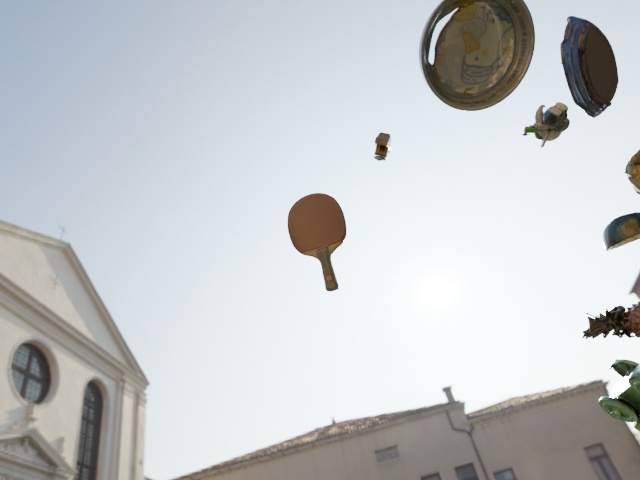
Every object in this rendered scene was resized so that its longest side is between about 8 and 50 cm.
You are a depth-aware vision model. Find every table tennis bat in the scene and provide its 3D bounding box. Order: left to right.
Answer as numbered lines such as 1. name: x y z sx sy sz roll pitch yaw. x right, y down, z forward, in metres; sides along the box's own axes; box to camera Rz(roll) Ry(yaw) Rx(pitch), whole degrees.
1. table tennis bat: 0.000 0.000 1.219 0.154 0.274 0.021 -17 -22 7

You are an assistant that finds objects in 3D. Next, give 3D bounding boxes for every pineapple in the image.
1. pineapple: 1.126 0.296 1.719 0.169 0.169 0.340 23 -30 -38

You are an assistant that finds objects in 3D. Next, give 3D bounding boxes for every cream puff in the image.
1. cream puff: 0.863 -0.167 1.214 0.156 0.156 0.121 19 -83 -35

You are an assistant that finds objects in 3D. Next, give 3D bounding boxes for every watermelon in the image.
1. watermelon: 0.880 -0.036 1.342 0.092 0.075 0.181 6 -27 -38

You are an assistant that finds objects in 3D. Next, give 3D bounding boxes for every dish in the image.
1. dish: 0.349 -0.456 1.126 0.273 0.134 0.274 -4 -67 -9

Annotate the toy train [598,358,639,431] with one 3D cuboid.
1. toy train: 0.909 0.399 1.204 0.179 0.272 0.442 -50 -28 -21

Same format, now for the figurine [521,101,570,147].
1. figurine: 0.829 -0.421 1.708 0.147 0.126 0.192 -48 -23 -11

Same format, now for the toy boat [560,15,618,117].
1. toy boat: 0.784 -0.513 1.402 0.129 0.142 0.309 -22 -77 0

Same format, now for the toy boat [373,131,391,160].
1. toy boat: 0.210 -0.312 1.598 0.057 0.077 0.200 14 1 7
